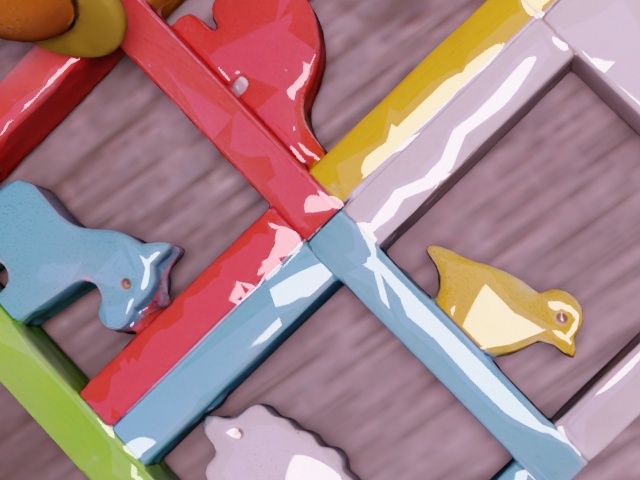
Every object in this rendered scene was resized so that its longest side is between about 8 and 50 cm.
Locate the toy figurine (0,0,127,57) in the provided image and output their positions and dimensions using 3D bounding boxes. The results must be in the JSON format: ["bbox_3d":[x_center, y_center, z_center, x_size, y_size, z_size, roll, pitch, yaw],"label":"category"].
[{"bbox_3d":[-0.146,-0.136,0.396,0.210,0.213,0.148,5,66,5],"label":"toy figurine"}]

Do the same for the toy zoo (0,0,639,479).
[{"bbox_3d":[0.000,0.000,0.464,0.293,0.030,0.192,-45,82,2],"label":"toy zoo"}]
